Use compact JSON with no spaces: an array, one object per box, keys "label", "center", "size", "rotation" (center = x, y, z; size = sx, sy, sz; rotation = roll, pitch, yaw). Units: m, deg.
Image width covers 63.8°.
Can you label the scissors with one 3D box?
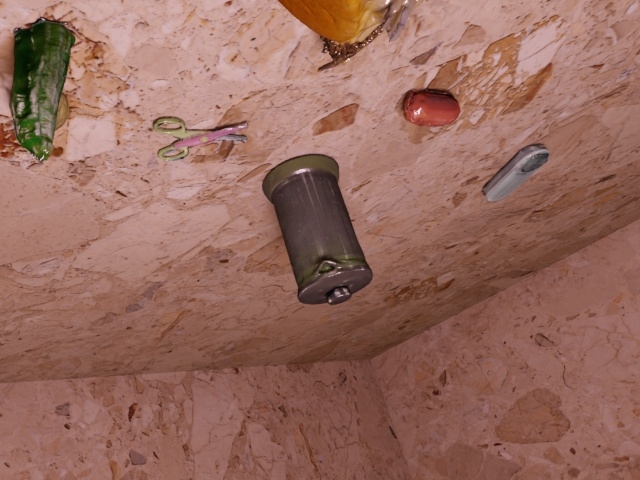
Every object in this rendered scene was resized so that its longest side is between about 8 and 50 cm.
[{"label":"scissors","center":[-0.238,-0.208,1.040],"size":[0.187,0.020,0.133],"rotation":[-10,156,-14]}]

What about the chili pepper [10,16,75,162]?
[{"label":"chili pepper","center":[-0.384,-0.203,0.713],"size":[0.088,0.227,0.059],"rotation":[-18,155,9]}]

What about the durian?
[{"label":"durian","center":[0.048,-0.353,0.832],"size":[0.091,0.148,0.188],"rotation":[35,117,-18]}]

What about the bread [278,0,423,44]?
[{"label":"bread","center":[-0.021,-0.394,0.600],"size":[0.183,0.236,0.388],"rotation":[-40,141,5]}]

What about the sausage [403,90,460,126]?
[{"label":"sausage","center":[0.244,-0.291,1.136],"size":[0.141,0.076,0.076],"rotation":[-6,152,-27]}]

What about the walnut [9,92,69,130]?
[{"label":"walnut","center":[-0.449,-0.213,0.824],"size":[0.092,0.092,0.092],"rotation":[-15,154,-7]}]

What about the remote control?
[{"label":"remote control","center":[0.591,-0.203,1.566],"size":[0.104,0.052,0.247],"rotation":[-5,151,-29]}]

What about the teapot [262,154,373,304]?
[{"label":"teapot","center":[0.000,0.000,1.248],"size":[0.200,0.337,0.270],"rotation":[-17,156,-1]}]
